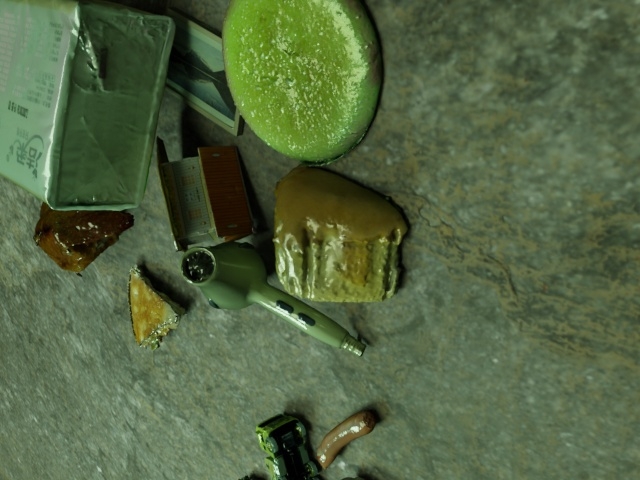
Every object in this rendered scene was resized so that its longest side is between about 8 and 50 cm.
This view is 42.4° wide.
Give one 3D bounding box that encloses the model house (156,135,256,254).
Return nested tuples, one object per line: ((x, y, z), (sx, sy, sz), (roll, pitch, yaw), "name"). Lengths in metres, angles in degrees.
((-0.192, -0.089, 1.397), (0.207, 0.136, 0.219), (96, 162, -82), "model house")

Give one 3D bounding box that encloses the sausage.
((0.040, 0.333, 1.390), (0.047, 0.040, 0.176), (49, 135, 9), "sausage")

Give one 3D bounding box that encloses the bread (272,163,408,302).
((-0.010, 0.000, 1.224), (0.252, 0.133, 0.174), (25, 125, 35), "bread")

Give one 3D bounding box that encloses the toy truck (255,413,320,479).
((-0.066, 0.399, 1.504), (0.100, 0.077, 0.168), (7, 116, 58), "toy truck")

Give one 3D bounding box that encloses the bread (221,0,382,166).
((-0.041, -0.251, 1.200), (0.301, 0.045, 0.301), (19, 121, 35), "bread")

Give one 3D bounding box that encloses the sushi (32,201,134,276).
((-0.495, -0.038, 1.689), (0.167, 0.179, 0.296), (45, 155, -11), "sushi")

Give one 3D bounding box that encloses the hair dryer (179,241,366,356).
((-0.098, 0.078, 1.258), (0.298, 0.296, 0.118), (27, 88, 30), "hair dryer")

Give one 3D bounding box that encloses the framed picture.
((-0.192, -0.281, 1.367), (0.203, 0.015, 0.150), (35, 130, 29), "framed picture")

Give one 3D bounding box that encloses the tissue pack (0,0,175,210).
((-0.451, -0.256, 1.430), (0.405, 0.205, 0.331), (23, 107, 44), "tissue pack")

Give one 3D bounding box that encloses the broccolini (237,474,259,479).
((-0.063, 0.521, 1.594), (0.255, 0.071, 0.057), (16, 77, 33), "broccolini")

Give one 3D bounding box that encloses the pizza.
((-0.324, 0.138, 1.659), (0.195, 0.052, 0.185), (4, 103, 48), "pizza")

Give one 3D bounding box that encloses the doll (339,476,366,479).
((0.083, 0.533, 1.391), (0.252, 0.111, 0.237), (37, 115, 29), "doll")
